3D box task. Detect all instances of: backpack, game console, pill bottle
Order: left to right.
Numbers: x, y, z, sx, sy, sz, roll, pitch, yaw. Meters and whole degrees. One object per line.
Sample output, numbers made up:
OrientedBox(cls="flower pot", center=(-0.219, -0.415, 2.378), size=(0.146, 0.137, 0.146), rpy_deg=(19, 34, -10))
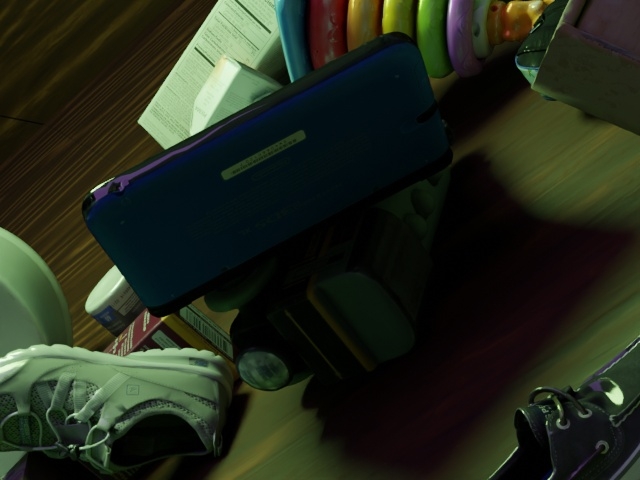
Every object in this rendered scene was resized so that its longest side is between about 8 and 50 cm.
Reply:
OrientedBox(cls="pill bottle", center=(-0.180, 0.089, 1.615), size=(0.078, 0.137, 0.078), rpy_deg=(-42, 18, 17))
OrientedBox(cls="game console", center=(-0.056, -0.081, 1.272), size=(0.293, 0.250, 0.173), rpy_deg=(-29, 56, -2))
OrientedBox(cls="backpack", center=(0.231, -0.163, 1.289), size=(0.105, 0.084, 0.114), rpy_deg=(-53, 24, -16))

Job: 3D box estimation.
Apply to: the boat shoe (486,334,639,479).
OrientedBox(cls="boat shoe", center=(0.143, 0.130, 0.908), size=(0.228, 0.076, 0.080), rpy_deg=(-48, 19, -1))

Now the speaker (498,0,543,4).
OrientedBox(cls="speaker", center=(0.254, -0.311, 1.469), size=(0.131, 0.131, 0.296), rpy_deg=(-54, 19, -19))

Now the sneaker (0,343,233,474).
OrientedBox(cls="sneaker", center=(-0.222, 0.168, 1.426), size=(0.281, 0.105, 0.115), rpy_deg=(-7, 39, -1))

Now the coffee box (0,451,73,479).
OrientedBox(cls="coffee box", center=(-0.340, 0.368, 1.440), size=(0.297, 0.119, 0.168), rpy_deg=(-44, 18, 12))

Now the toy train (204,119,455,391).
OrientedBox(cls="toy train", center=(0.024, 0.000, 1.367), size=(0.190, 0.142, 0.334), rpy_deg=(-21, 28, 31))

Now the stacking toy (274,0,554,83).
OrientedBox(cls="stacking toy", center=(0.117, -0.222, 1.500), size=(0.301, 0.166, 0.175), rpy_deg=(4, 47, 20))

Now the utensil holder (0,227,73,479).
OrientedBox(cls="utensil holder", center=(-0.459, 0.139, 1.737), size=(0.328, 0.327, 0.385), rpy_deg=(-49, 7, -3))

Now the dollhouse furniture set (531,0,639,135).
OrientedBox(cls="dollhouse furniture set", center=(0.300, -0.274, 0.967), size=(0.394, 0.362, 0.256), rpy_deg=(106, -170, -57))

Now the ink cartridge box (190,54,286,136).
OrientedBox(cls="ink cartridge box", center=(-0.112, -0.127, 1.857), size=(0.045, 0.145, 0.179), rpy_deg=(43, 103, 36))

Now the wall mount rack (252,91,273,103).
OrientedBox(cls="wall mount rack", center=(-0.078, -0.087, 1.675), size=(0.304, 0.130, 0.350), rpy_deg=(-42, 9, -30))

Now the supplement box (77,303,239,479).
OrientedBox(cls="supplement box", center=(-0.182, 0.154, 1.542), size=(0.188, 0.104, 0.081), rpy_deg=(-44, 18, 11))

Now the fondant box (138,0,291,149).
OrientedBox(cls="fondant box", center=(-0.076, -0.270, 1.967), size=(0.330, 0.096, 0.238), rpy_deg=(-47, -3, 42))
